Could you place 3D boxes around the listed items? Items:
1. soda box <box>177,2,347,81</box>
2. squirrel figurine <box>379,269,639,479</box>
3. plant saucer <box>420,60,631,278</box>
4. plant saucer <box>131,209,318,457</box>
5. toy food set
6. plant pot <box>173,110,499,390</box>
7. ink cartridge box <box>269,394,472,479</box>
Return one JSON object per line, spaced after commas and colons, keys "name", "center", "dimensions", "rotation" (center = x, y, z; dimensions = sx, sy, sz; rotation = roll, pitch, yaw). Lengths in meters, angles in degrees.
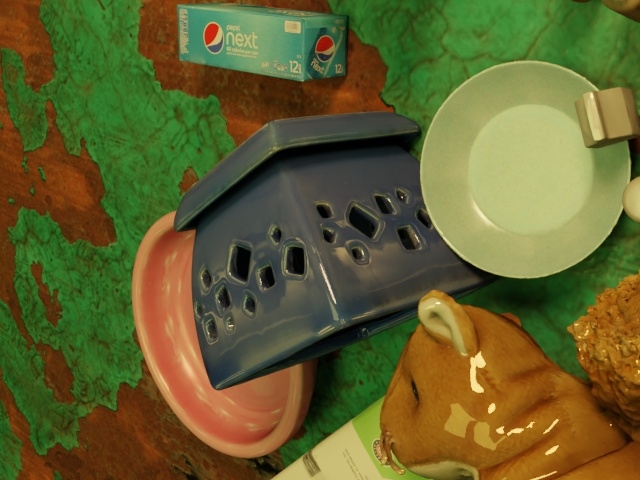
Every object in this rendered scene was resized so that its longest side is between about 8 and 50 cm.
{"name": "soda box", "center": [-0.070, -0.227, 1.012], "dimensions": [0.210, 0.071, 0.067], "rotation": [19, 116, 40]}
{"name": "squirrel figurine", "center": [0.238, 0.174, 0.749], "dimensions": [0.397, 0.281, 0.370], "rotation": [-46, 55, 22]}
{"name": "plant saucer", "center": [0.186, -0.064, 0.817], "dimensions": [0.195, 0.037, 0.195], "rotation": [3, 96, 30]}
{"name": "plant saucer", "center": [-0.118, 0.114, 1.171], "dimensions": [0.332, 0.084, 0.332], "rotation": [17, 114, 41]}
{"name": "toy food set", "center": [0.241, -0.128, 0.691], "dimensions": [0.111, 0.104, 0.232], "rotation": [-14, 86, 34]}
{"name": "plant pot", "center": [0.000, 0.000, 0.913], "dimensions": [0.236, 0.236, 0.212], "rotation": [-32, 74, 46]}
{"name": "ink cartridge box", "center": [0.081, 0.296, 1.011], "dimensions": [0.198, 0.114, 0.273], "rotation": [58, 135, 14]}
